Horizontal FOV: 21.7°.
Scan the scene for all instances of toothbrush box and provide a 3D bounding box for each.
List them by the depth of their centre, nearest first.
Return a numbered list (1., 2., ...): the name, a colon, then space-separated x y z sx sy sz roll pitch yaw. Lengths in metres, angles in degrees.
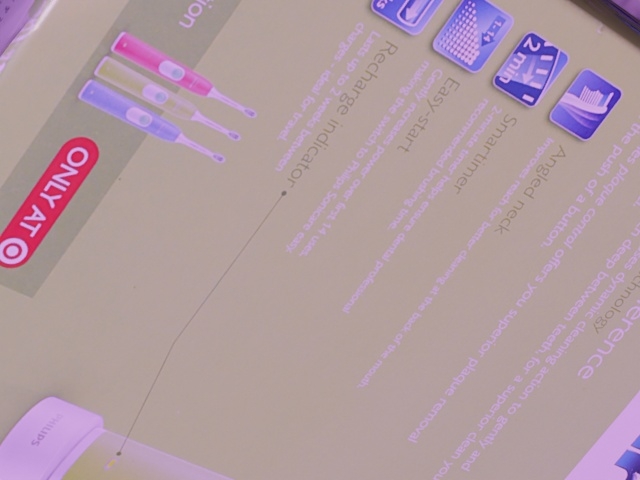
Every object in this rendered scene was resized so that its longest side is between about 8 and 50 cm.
1. toothbrush box: 0.000 0.000 0.488 0.283 0.122 0.206 26 108 -34
